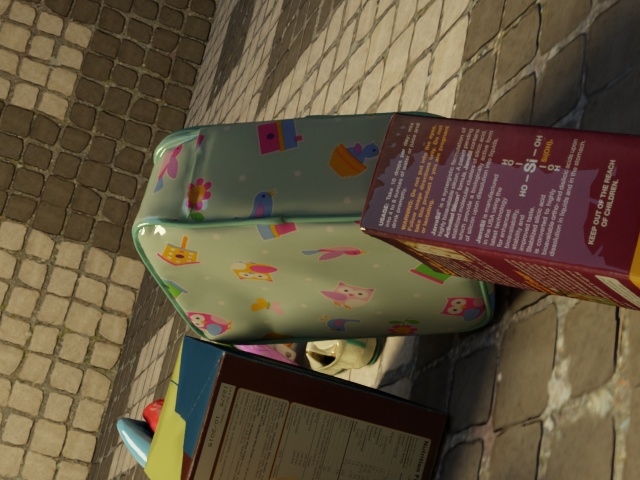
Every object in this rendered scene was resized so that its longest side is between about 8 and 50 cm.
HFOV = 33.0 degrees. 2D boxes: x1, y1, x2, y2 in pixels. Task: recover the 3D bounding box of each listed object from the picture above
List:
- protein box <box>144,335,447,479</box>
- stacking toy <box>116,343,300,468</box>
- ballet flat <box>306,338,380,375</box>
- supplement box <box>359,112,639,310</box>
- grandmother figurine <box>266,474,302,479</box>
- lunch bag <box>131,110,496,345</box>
[{"bbox_3d":[-0.029,0.180,0.954,0.200,0.201,0.136,176,111,-73],"label":"protein box"},{"bbox_3d":[-0.088,0.165,1.316,0.302,0.175,0.166,-57,-17,-4],"label":"stacking toy"},{"bbox_3d":[0.013,0.113,1.168,0.168,0.052,0.057,148,138,-67],"label":"ballet flat"},{"bbox_3d":[0.133,-0.016,0.645,0.188,0.104,0.081,11,80,38],"label":"supplement box"},{"bbox_3d":[-0.057,0.324,0.867,0.104,0.207,0.342,-86,-7,-47],"label":"grandmother figurine"},{"bbox_3d":[0.000,0.000,0.876,0.224,0.279,0.108,63,-151,-56],"label":"lunch bag"}]
